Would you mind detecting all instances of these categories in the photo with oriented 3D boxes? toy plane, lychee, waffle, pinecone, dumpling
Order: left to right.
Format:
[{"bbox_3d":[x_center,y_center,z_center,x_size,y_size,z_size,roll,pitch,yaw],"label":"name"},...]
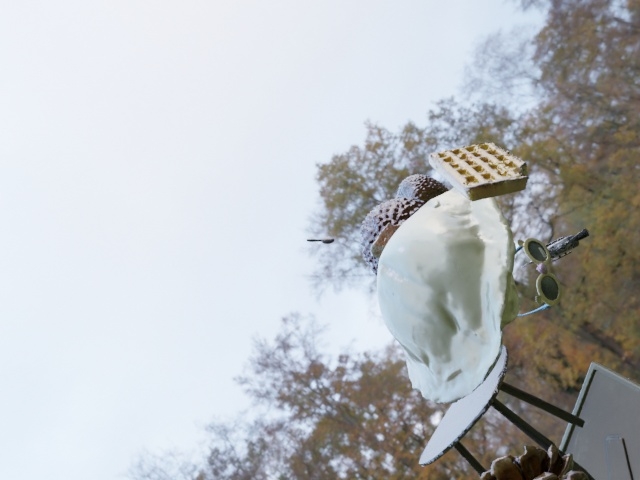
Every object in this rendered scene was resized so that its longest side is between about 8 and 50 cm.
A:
[{"bbox_3d":[0.239,0.005,1.809,0.300,0.264,0.264,-43,-27,-77],"label":"lychee"},{"bbox_3d":[0.324,-0.119,2.018,0.194,0.194,0.194,-34,-42,-38],"label":"lychee"},{"bbox_3d":[0.217,0.113,1.083,0.233,0.315,0.395,11,-60,-15],"label":"dumpling"},{"bbox_3d":[0.189,-0.085,0.745,0.092,0.135,0.021,-11,-63,-8],"label":"waffle"},{"bbox_3d":[0.299,0.376,0.839,0.179,0.195,0.150,-3,-31,-15],"label":"pinecone"},{"bbox_3d":[0.629,0.029,1.718,0.197,0.053,0.078,-25,-12,-5],"label":"toy plane"}]

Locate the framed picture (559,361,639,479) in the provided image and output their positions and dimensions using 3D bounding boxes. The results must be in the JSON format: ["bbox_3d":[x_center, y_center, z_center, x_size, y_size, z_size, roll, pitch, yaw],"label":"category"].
[{"bbox_3d":[0.839,0.617,1.800,0.028,0.326,0.446,9,-78,-35],"label":"framed picture"}]

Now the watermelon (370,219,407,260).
[{"bbox_3d":[0.231,0.017,1.425,0.094,0.241,0.154,-91,7,-70],"label":"watermelon"}]

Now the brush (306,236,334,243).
[{"bbox_3d":[0.000,0.000,1.848,0.008,0.083,0.024,73,-159,-51],"label":"brush"}]

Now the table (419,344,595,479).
[{"bbox_3d":[0.416,0.396,1.322,0.317,0.249,0.317,-53,-8,-11],"label":"table"}]

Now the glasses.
[{"bbox_3d":[0.568,0.109,1.704,0.088,0.189,0.220,-10,-22,-3],"label":"glasses"}]
